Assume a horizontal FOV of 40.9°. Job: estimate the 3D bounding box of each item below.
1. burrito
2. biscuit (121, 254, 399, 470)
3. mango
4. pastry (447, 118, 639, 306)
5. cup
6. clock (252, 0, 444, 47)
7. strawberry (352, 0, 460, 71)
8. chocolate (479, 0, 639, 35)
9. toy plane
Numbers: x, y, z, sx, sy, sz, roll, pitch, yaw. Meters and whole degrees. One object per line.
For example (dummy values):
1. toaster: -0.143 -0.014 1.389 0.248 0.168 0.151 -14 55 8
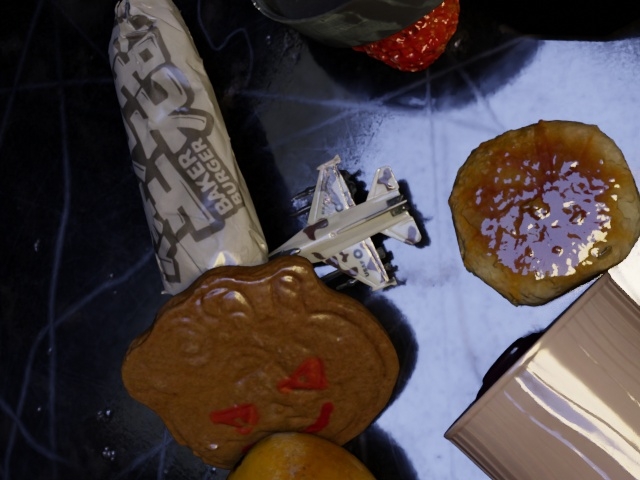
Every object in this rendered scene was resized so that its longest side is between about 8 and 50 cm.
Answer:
1. burrito: -0.170 -0.124 1.003 0.139 0.101 0.445 -31 71 38
2. biscuit: -0.062 0.143 0.928 0.273 0.049 0.257 -34 113 16
3. mango: 0.005 0.352 0.916 0.192 0.146 0.316 -22 100 14
4. pastry: 0.231 -0.029 0.893 0.192 0.093 0.182 -20 75 14
5. cup: 0.305 0.176 0.824 0.288 0.208 0.273 -37 74 -28
6. clock: 0.071 -0.378 0.878 0.386 0.076 0.386 -28 50 38
7. strawberry: 0.064 -0.262 0.974 0.188 0.082 0.121 12 92 14
8. chocolate: 0.274 -0.353 0.878 0.206 0.224 0.177 5 64 17
9. toy plane: 0.011 -0.005 0.978 0.234 0.082 0.160 -25 89 28
